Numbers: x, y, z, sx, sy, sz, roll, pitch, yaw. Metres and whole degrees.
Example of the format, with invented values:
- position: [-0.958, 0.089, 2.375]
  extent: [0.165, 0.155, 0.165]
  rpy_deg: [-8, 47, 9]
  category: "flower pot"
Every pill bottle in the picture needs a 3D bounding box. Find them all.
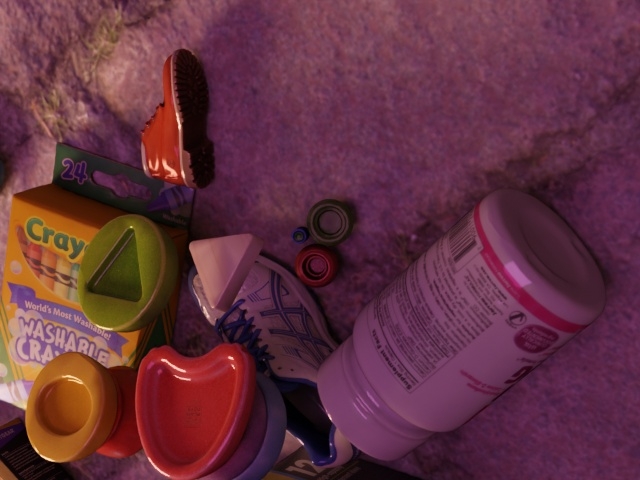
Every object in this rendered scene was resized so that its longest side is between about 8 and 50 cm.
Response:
- position: [0.135, 0.092, 1.362]
  extent: [0.160, 0.160, 0.283]
  rpy_deg: [50, 119, 7]
  category: "pill bottle"

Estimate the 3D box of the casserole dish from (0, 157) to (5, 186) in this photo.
- position: [-0.465, -0.104, 1.686]
  extent: [0.188, 0.037, 0.114]
  rpy_deg: [41, 117, 11]
  category: "casserole dish"

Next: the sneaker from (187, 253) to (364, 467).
- position: [-0.048, 0.123, 1.481]
  extent: [0.296, 0.131, 0.112]
  rpy_deg: [42, 119, 13]
  category: "sneaker"

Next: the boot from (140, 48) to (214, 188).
- position: [-0.172, -0.138, 1.519]
  extent: [0.084, 0.059, 0.158]
  rpy_deg: [7, 107, 30]
  category: "boot"

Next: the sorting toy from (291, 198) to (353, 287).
- position: [0.000, 0.000, 1.481]
  extent: [0.061, 0.042, 0.102]
  rpy_deg: [20, 100, 5]
  category: "sorting toy"

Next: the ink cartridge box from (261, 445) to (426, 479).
- position: [-0.020, 0.298, 1.412]
  extent: [0.307, 0.303, 0.072]
  rpy_deg: [16, 107, 22]
  category: "ink cartridge box"

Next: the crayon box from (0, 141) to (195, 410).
- position: [-0.277, 0.067, 1.609]
  extent: [0.203, 0.083, 0.323]
  rpy_deg: [19, 110, 21]
  category: "crayon box"

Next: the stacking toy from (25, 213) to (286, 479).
- position: [-0.151, 0.126, 1.458]
  extent: [0.309, 0.130, 0.279]
  rpy_deg: [5, 78, 38]
  category: "stacking toy"

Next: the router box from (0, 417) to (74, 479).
- position: [-0.414, 0.424, 1.770]
  extent: [0.243, 0.081, 0.309]
  rpy_deg: [45, 118, 10]
  category: "router box"
